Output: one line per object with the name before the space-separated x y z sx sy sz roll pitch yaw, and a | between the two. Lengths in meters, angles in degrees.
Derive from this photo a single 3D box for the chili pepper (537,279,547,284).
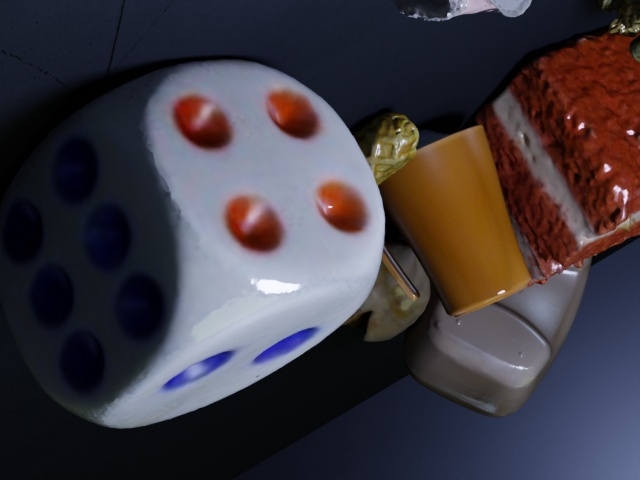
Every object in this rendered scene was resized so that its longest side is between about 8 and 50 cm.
chili pepper | 0.379 -0.090 2.209 0.338 0.134 0.131 -56 135 -29

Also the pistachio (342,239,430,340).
pistachio | 0.104 0.077 2.285 0.197 0.166 0.288 -54 180 -10

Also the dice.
dice | -0.135 0.006 1.377 0.304 0.277 0.304 -10 158 -49

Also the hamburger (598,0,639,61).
hamburger | 0.454 -0.314 1.711 0.185 0.131 0.159 -37 168 9

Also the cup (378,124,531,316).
cup | 0.172 -0.025 1.909 0.226 0.264 0.182 -25 177 27

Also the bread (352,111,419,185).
bread | -0.015 -0.050 1.788 0.367 0.077 0.084 -38 162 24

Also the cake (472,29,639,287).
cake | 0.394 -0.120 1.967 0.269 0.270 0.319 -21 164 -31

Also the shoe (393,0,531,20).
shoe | 0.170 -0.300 1.145 0.198 0.172 0.351 -23 162 -16

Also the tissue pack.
tissue pack | 0.317 0.121 2.402 0.277 0.267 0.387 105 11 -63
